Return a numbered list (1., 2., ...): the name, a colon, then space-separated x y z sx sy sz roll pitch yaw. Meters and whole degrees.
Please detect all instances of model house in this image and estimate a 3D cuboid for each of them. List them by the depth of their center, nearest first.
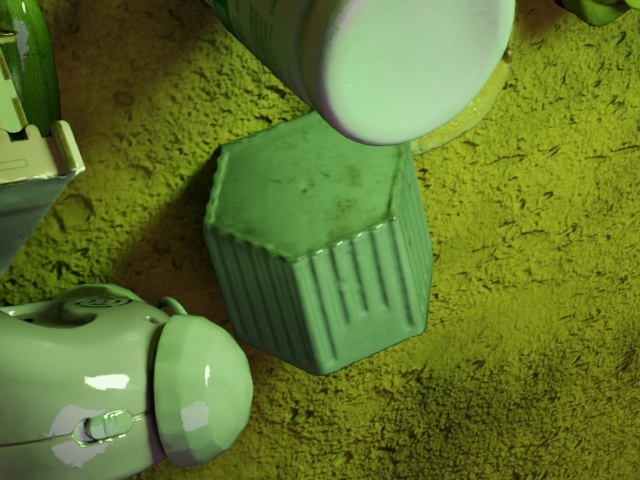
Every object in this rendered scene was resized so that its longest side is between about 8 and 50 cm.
1. model house: -0.354 -0.087 1.603 0.169 0.244 0.326 -11 162 -29

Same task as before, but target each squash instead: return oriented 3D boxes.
1. squash: -0.279 -0.148 1.731 0.066 0.066 0.252 -22 134 -23

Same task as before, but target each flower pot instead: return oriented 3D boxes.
1. flower pot: 0.000 0.000 1.961 0.239 0.209 0.190 -23 135 -7

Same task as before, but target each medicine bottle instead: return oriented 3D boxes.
1. medicine bottle: 0.004 -0.252 1.676 0.212 0.325 0.212 -21 135 -23

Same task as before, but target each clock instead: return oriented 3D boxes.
1. clock: -0.262 0.143 1.799 0.325 0.342 0.184 -7 106 -29

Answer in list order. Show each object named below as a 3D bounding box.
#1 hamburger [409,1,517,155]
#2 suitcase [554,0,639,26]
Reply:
1. hamburger: 0.114 -0.198 1.974 0.213 0.108 0.214 -23 136 -24
2. suitcase: 0.327 -0.357 1.985 0.235 0.143 0.194 -38 139 -6
